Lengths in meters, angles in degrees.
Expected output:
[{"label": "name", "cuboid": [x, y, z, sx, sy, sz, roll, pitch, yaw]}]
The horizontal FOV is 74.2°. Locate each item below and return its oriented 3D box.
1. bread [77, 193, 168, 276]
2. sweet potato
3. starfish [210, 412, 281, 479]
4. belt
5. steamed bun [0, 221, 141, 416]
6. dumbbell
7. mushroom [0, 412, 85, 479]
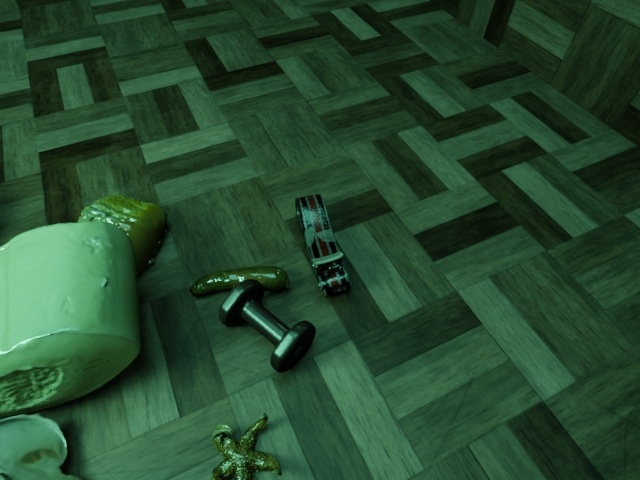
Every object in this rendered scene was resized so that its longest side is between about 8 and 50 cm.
[{"label": "bread", "cuboid": [-0.560, -0.014, 1.191, 0.205, 0.162, 0.261, 17, 68, -2]}, {"label": "sweet potato", "cuboid": [-0.221, 0.109, 1.157, 0.274, 0.075, 0.075, -4, 53, -1]}, {"label": "starfish", "cuboid": [-0.154, 0.465, 0.878, 0.147, 0.074, 0.189, -6, 53, -4]}, {"label": "belt", "cuboid": [0.000, 0.000, 1.220, 0.094, 0.126, 0.359, -16, 48, -1]}, {"label": "steamed bun", "cuboid": [-0.631, 0.182, 0.956, 0.456, 0.289, 0.371, -19, 52, -5]}, {"label": "dumbbell", "cuboid": [-0.131, 0.206, 1.040, 0.226, 0.124, 0.140, 33, 84, 23]}, {"label": "mushroom", "cuboid": [-0.613, 0.472, 0.847, 0.236, 0.173, 0.162, 40, 15, -16]}]
